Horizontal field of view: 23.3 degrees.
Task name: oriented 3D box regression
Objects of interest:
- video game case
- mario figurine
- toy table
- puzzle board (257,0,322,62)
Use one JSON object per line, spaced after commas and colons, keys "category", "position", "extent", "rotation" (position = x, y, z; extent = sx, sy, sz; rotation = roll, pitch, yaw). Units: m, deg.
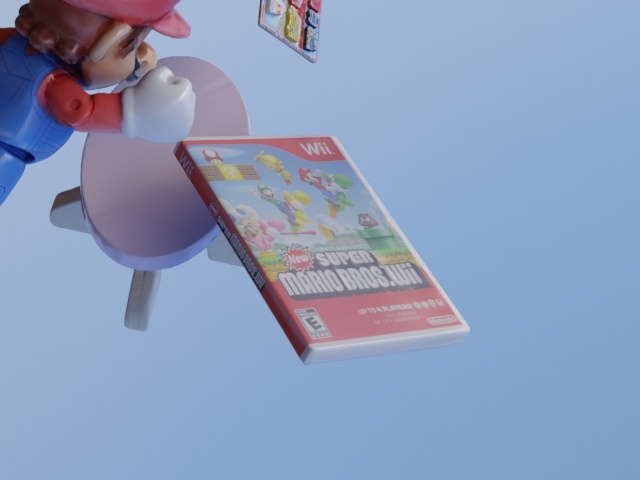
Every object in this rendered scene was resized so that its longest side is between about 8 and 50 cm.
{"category": "video game case", "position": [0.000, 0.000, 1.538], "extent": [0.285, 0.204, 0.025], "rotation": [56, -47, 31]}
{"category": "mario figurine", "position": [-0.212, -0.112, 1.279], "extent": [0.320, 0.198, 0.170], "rotation": [-49, -179, 5]}
{"category": "toy table", "position": [-0.171, -0.049, 1.712], "extent": [0.161, 0.252, 0.274], "rotation": [103, 10, -54]}
{"category": "puzzle board", "position": [-0.027, -0.258, 1.593], "extent": [0.011, 0.096, 0.128], "rotation": [-9, -114, 34]}
